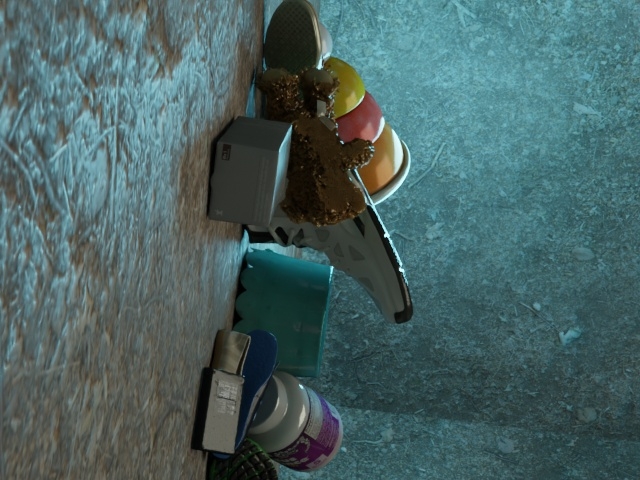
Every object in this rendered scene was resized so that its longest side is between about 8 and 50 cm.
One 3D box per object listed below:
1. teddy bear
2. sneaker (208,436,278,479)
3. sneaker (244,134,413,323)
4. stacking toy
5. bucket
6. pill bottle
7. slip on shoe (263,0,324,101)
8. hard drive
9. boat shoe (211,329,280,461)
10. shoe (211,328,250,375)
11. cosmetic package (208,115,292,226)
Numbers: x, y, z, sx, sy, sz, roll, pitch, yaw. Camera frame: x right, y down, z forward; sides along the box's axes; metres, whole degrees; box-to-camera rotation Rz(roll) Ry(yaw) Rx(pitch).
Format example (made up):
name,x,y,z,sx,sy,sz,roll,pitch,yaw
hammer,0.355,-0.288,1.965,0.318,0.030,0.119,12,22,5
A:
name,x,y,z,sx,sy,sz,roll,pitch,yaw
teddy bear,-0.023,-0.181,1.902,0.113,0.245,0.338,-36,-101,54
sneaker,-0.166,0.476,1.989,0.146,0.134,0.343,52,-21,37
sneaker,0.000,0.000,2.038,0.447,0.257,0.169,64,4,4
stacking toy,0.020,-0.333,2.491,0.350,0.351,0.480,-81,162,-48
bucket,-0.078,0.161,2.133,0.281,0.183,0.281,8,90,-88
pill bottle,-0.080,0.363,2.058,0.301,0.169,0.169,46,46,-56
slip on shoe,-0.042,-0.353,2.056,0.331,0.123,0.101,85,22,-44
hard drive,-0.168,0.286,1.675,0.094,0.022,0.135,27,65,-53
boat shoe,-0.157,0.284,1.859,0.089,0.109,0.258,106,9,-58
shoe,-0.165,0.254,1.749,0.076,0.058,0.219,93,4,-59
cosmetic package,-0.108,-0.115,1.604,0.238,0.107,0.127,-87,-175,-71
